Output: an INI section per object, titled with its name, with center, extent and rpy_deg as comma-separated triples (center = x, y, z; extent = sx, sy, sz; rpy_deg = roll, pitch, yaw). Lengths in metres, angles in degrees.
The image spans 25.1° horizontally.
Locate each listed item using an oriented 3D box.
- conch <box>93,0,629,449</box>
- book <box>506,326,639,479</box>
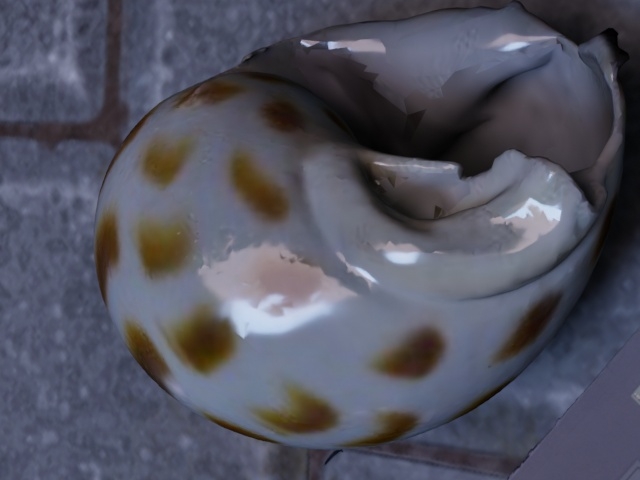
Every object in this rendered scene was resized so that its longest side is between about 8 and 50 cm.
[conch]
center = 0.000, 0.000, 0.594
extent = 0.274, 0.183, 0.149
rpy_deg = 12, 131, 36
[book]
center = 0.125, 0.136, 0.590
extent = 0.127, 0.014, 0.182
rpy_deg = 47, 115, 25
